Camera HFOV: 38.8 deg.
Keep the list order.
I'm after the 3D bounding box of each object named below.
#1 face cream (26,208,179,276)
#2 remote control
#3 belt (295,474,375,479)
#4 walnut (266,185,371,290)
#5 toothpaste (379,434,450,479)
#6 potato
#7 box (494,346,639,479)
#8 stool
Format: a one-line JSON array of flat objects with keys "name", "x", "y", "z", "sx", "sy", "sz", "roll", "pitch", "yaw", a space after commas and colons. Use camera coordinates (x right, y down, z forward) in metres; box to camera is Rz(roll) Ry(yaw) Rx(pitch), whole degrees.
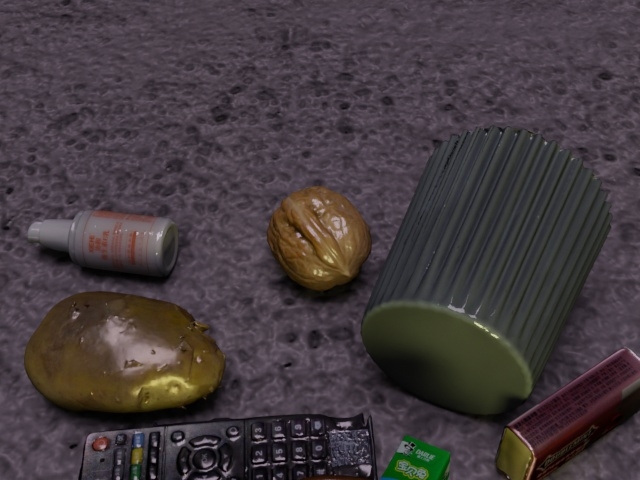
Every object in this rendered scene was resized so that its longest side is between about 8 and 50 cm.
[{"name": "face cream", "x": -0.370, "y": -0.002, "z": 1.515, "sx": 0.251, "sy": 0.101, "sz": 0.101, "roll": 7, "pitch": 47, "yaw": 9}, {"name": "remote control", "x": -0.124, "y": 0.303, "z": 1.235, "sx": 0.398, "sy": 0.062, "sz": 0.144, "roll": -4, "pitch": 45, "yaw": 0}, {"name": "belt", "x": 0.073, "y": 0.412, "z": 1.080, "sx": 0.338, "sy": 0.122, "sz": 0.217, "roll": 18, "pitch": 48, "yaw": 19}, {"name": "walnut", "x": 0.000, "y": 0.000, "z": 1.464, "sx": 0.155, "sy": 0.155, "sz": 0.184, "roll": -26, "pitch": 53, "yaw": -21}, {"name": "toothpaste", "x": 0.069, "y": 0.343, "z": 1.035, "sx": 0.065, "sy": 0.050, "sz": 0.267, "roll": 17, "pitch": 45, "yaw": 24}, {"name": "potato", "x": -0.283, "y": 0.163, "z": 1.326, "sx": 0.296, "sy": 0.141, "sz": 0.192, "roll": 9, "pitch": 49, "yaw": 7}, {"name": "box", "x": 0.344, "y": 0.243, "z": 1.235, "sx": 0.224, "sy": 0.120, "sz": 0.069, "roll": -26, "pitch": 54, "yaw": -23}, {"name": "stool", "x": 0.236, "y": 0.050, "z": 1.320, "sx": 0.297, "sy": 0.297, "sz": 0.330, "roll": 17, "pitch": 53, "yaw": 18}]
